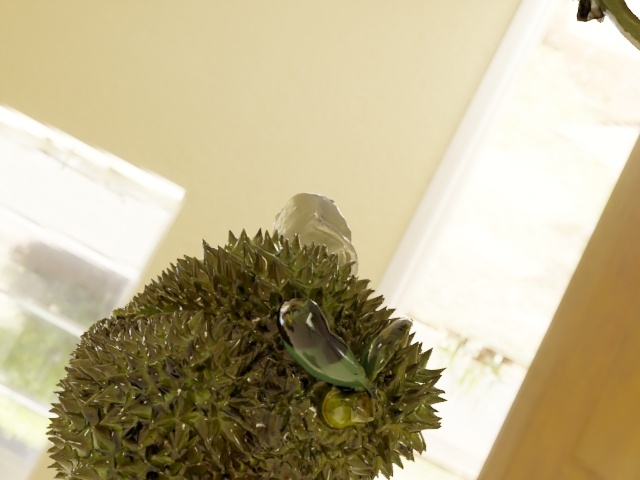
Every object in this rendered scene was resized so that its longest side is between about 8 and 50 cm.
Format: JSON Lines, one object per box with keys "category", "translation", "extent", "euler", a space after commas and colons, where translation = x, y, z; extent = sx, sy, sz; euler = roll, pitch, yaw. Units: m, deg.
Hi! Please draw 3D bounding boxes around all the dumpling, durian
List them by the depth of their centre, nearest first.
{"category": "durian", "translation": [-0.032, 0.077, 0.714], "extent": [0.198, 0.159, 0.146], "euler": [-20, 114, 16]}
{"category": "dumpling", "translation": [0.001, -0.002, 0.975], "extent": [0.057, 0.052, 0.076], "euler": [29, 142, -28]}

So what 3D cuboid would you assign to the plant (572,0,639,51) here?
{"category": "plant", "translation": [0.123, -0.124, 0.669], "extent": [0.104, 0.116, 0.122], "euler": [169, 85, -75]}
